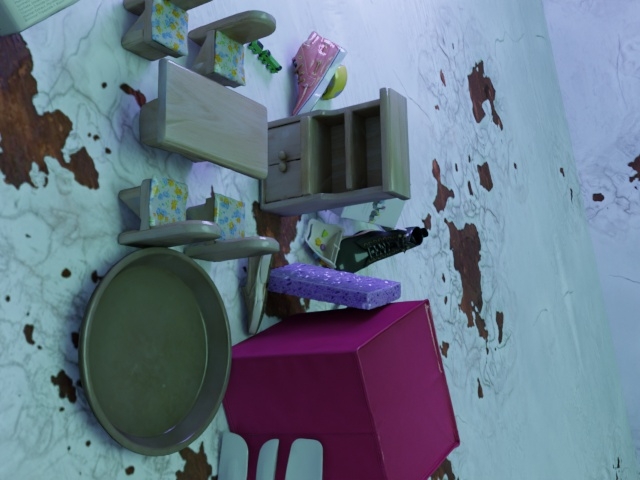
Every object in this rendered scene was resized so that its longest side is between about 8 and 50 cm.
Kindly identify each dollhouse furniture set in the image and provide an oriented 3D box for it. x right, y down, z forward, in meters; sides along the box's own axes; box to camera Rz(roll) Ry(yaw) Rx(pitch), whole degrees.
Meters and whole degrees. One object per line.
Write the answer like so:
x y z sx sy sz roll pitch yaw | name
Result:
-0.071 -0.159 1.219 0.394 0.257 0.362 16 69 -55 | dollhouse furniture set

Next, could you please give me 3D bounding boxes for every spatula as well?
-0.079 0.399 1.160 0.019 0.168 0.241 35 58 -65 | spatula

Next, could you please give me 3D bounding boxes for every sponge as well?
0.015 0.073 1.340 0.117 0.210 0.031 -12 107 -56 | sponge

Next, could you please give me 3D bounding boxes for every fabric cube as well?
0.033 0.254 1.279 0.254 0.258 0.259 -22 101 -58 | fabric cube

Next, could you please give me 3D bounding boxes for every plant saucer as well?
-0.222 0.147 1.106 0.278 0.041 0.277 16 70 -55 | plant saucer

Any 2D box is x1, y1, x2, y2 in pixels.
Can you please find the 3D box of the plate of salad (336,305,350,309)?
0.080 0.204 1.557 0.200 0.048 0.199 19 67 -53 | plate of salad

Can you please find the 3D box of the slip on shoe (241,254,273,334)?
-0.106 0.081 1.310 0.051 0.041 0.135 -17 117 -86 | slip on shoe

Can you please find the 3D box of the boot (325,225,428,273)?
0.107 0.014 1.562 0.198 0.137 0.076 -39 115 -53 | boot

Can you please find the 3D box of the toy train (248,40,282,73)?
-0.095 -0.321 1.435 0.083 0.024 0.017 41 50 -45 | toy train

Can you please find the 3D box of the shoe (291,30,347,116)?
-0.025 -0.301 1.512 0.081 0.063 0.178 32 72 -7 | shoe

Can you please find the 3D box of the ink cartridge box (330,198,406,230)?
0.081 -0.075 1.527 0.181 0.104 0.061 10 107 -42 | ink cartridge box

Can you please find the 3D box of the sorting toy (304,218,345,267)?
0.000 0.000 1.493 0.075 0.045 0.083 41 50 -35 | sorting toy

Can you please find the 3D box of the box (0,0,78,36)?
-0.380 -0.376 0.916 0.113 0.094 0.275 -38 117 -26 | box

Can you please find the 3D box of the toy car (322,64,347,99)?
0.038 -0.228 1.591 0.239 0.053 0.225 53 42 -36 | toy car

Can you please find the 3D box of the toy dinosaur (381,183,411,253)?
0.123 -0.088 1.684 0.268 0.064 0.118 43 63 -45 | toy dinosaur
